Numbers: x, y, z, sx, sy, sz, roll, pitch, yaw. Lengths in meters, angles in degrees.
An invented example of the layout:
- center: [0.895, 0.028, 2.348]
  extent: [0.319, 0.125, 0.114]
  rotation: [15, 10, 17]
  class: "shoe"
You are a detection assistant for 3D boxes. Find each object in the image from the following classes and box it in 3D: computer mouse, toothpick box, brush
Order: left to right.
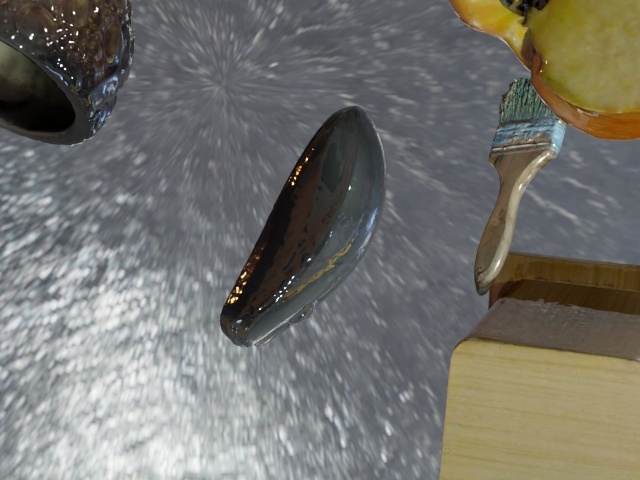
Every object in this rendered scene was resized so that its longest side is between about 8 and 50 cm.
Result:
- center: [0.000, 0.000, 1.808]
  extent: [0.086, 0.137, 0.269]
  rotation: [30, 97, 18]
  class: "computer mouse"
- center: [0.147, -0.044, 1.393]
  extent: [0.021, 0.070, 0.196]
  rotation: [41, 58, -38]
  class: "brush"
- center: [0.196, 0.128, 1.434]
  extent: [0.187, 0.308, 0.190]
  rotation: [8, 100, 13]
  class: "toothpick box"

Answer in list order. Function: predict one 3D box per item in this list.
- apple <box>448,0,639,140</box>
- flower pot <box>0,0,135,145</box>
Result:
- center: [0.246, -0.253, 1.225]
  extent: [0.295, 0.329, 0.365]
  rotation: [38, 102, -17]
  class: "apple"
- center: [-0.294, -0.279, 1.933]
  extent: [0.267, 0.266, 0.267]
  rotation: [28, 68, -5]
  class: "flower pot"
